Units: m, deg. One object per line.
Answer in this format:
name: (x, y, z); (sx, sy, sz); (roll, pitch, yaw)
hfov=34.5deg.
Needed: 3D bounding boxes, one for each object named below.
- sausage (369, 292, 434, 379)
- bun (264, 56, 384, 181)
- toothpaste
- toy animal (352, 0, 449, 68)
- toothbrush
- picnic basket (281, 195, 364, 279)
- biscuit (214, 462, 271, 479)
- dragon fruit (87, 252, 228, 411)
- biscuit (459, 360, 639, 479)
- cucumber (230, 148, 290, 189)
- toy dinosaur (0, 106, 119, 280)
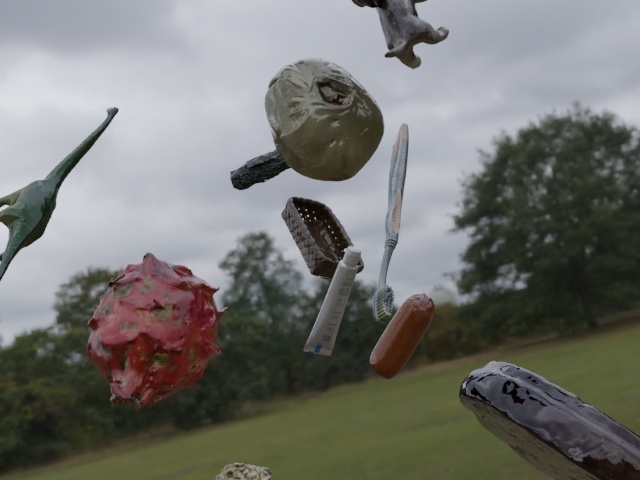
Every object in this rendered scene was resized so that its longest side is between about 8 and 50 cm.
sausage: (0.168, 0.194, 2.112); (0.076, 0.076, 0.197); (1, -59, -61)
bun: (0.008, -0.172, 1.382); (0.166, 0.173, 0.113); (-59, 5, -28)
toothpaste: (0.024, 0.097, 1.611); (0.048, 0.190, 0.031); (11, 23, -18)
toy animal: (0.145, -0.451, 2.037); (0.169, 0.233, 0.121); (-3, -28, -45)
toothbrush: (0.118, -0.036, 1.670); (0.028, 0.375, 0.037); (22, -33, -22)
picnic basket: (0.000, 0.000, 1.895); (0.110, 0.193, 0.055); (12, -58, -36)
biscuit: (-0.125, 0.376, 1.454); (0.082, 0.070, 0.168); (19, -43, -14)
dragon fruit: (-0.260, 0.154, 1.592); (0.205, 0.268, 0.210); (31, -45, -18)
biscuit: (0.360, 0.283, 1.306); (0.091, 0.407, 0.407); (-52, -4, -7)
cucumber: (-0.032, -0.148, 1.726); (0.257, 0.044, 0.043); (-22, 20, 6)
toy dinosaur: (-0.524, -0.081, 2.032); (0.301, 0.447, 0.087); (-23, -49, 8)
